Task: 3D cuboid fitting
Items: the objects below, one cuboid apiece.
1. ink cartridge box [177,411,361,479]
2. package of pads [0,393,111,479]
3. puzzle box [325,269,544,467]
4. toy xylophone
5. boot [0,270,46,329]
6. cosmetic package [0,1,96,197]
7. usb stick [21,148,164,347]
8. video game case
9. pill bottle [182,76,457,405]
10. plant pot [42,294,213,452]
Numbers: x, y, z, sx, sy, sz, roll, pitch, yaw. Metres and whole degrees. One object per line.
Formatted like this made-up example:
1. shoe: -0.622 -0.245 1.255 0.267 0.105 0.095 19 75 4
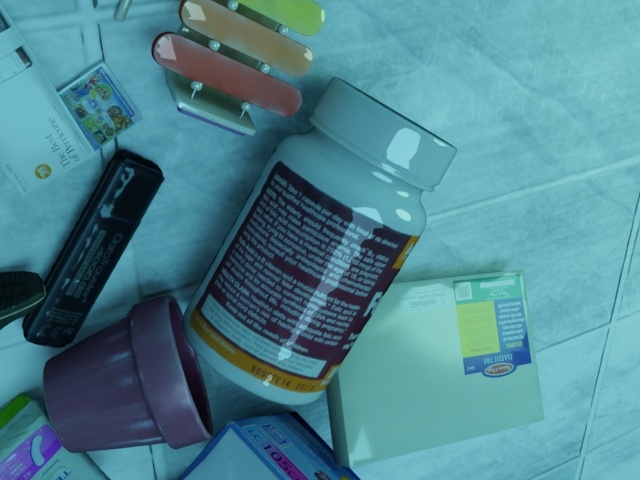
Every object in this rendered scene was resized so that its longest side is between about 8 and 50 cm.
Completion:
1. ink cartridge box: -0.030 0.403 1.198 0.151 0.270 0.395 -47 164 1
2. package of pads: -0.422 0.389 1.047 0.296 0.101 0.229 -46 127 -26
3. puzzle box: 0.191 0.200 1.322 0.408 0.052 0.272 -4 84 -30
4. toy xylophone: -0.096 -0.289 0.920 0.236 0.081 0.323 8 113 -35
5. boot: -0.417 0.125 0.987 0.197 0.077 0.137 -20 132 -4
6. cosmetic package: -0.343 -0.169 0.843 0.099 0.060 0.239 -32 126 -9
7. usb stick: -0.289 0.014 1.009 0.077 0.045 0.278 20 106 -46
8. video game case: -0.282 -0.144 0.938 0.122 0.011 0.087 -37 130 -8
9. pill bottle: 0.000 0.000 1.061 0.224 0.224 0.392 21 106 -39
10. plant pot: -0.256 0.192 1.055 0.180 0.201 0.201 -17 127 -3
